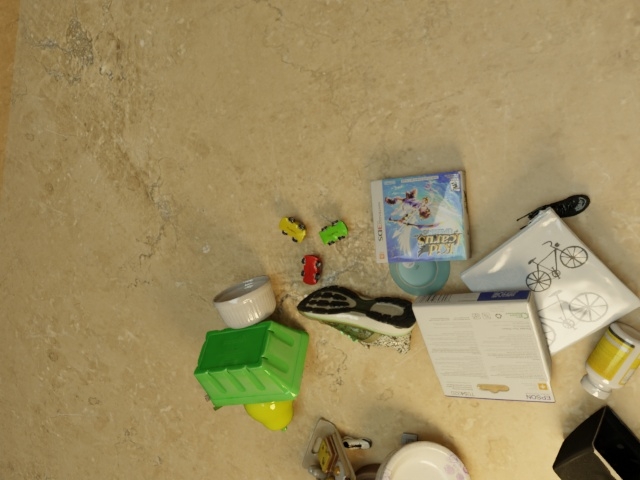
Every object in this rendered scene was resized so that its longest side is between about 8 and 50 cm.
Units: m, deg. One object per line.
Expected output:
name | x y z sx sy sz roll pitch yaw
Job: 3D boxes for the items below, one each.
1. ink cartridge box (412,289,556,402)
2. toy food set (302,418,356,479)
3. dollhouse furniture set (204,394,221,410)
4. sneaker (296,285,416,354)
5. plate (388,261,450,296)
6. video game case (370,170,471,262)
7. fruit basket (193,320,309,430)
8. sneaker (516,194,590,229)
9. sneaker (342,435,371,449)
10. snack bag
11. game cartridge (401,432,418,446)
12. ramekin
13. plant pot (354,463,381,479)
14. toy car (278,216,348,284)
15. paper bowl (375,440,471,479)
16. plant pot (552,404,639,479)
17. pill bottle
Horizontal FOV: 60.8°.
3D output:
ink cartridge box | 0.453 0.294 1.510 0.324 0.071 0.330 -7 116 35
toy food set | 0.009 0.767 1.777 0.092 0.306 0.220 11 110 -19
dollhouse furniture set | -0.411 0.562 2.061 0.076 0.058 0.152 -35 84 28
sneaker | 0.106 0.267 1.694 0.410 0.158 0.182 9 122 31
plate | 0.288 0.077 1.614 0.188 0.024 0.188 6 104 26
video game case | 0.282 -0.062 1.553 0.269 0.061 0.245 -4 92 28
fruit basket | -0.197 0.465 1.859 0.391 0.283 0.392 7 143 5
sneaker | 0.591 -0.071 1.385 0.170 0.089 0.051 -19 90 32
sneaker | 0.118 0.681 1.817 0.109 0.043 0.040 -6 95 27
snack bag | 0.578 0.126 1.420 0.342 0.037 0.323 46 124 1
game cartridge | 0.285 0.654 1.739 0.055 0.017 0.083 0 100 24
ramekin | -0.247 0.210 1.825 0.207 0.207 0.109 -14 102 29
plant pot | 0.166 0.884 1.728 0.262 0.229 0.263 6 102 28
toy car | 0.000 0.000 1.734 0.224 0.053 0.239 -26 88 29
paper bowl | 0.300 0.753 1.627 0.284 0.284 0.148 45 158 13
plant pot | 0.720 0.578 1.410 0.188 0.187 0.167 50 131 10
pill bottle | 0.738 0.306 1.379 0.103 0.103 0.184 30 112 19
